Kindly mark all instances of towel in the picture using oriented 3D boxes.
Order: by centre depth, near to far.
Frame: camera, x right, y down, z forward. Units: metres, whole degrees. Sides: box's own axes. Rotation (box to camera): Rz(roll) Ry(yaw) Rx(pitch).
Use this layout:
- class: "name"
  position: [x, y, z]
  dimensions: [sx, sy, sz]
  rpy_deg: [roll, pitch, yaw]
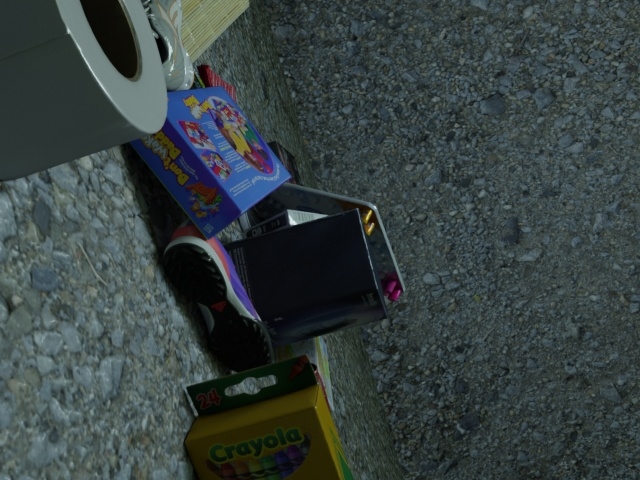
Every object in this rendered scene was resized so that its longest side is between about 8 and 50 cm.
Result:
- class: "towel"
  position: [-0.249, -0.347, 1.746]
  dimensions: [0.275, 0.031, 0.199]
  rpy_deg: [-7, 81, -82]

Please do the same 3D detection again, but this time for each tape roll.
- class: "tape roll"
  position: [-0.286, -0.200, 0.664]
  dimensions: [0.246, 0.169, 0.246]
  rpy_deg: [-16, 90, -82]

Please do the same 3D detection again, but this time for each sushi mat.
- class: "sushi mat"
  position: [-0.263, -0.511, 1.441]
  dimensions: [0.316, 0.019, 0.151]
  rpy_deg: [-59, 140, -36]

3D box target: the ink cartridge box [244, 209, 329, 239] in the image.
- class: "ink cartridge box"
  position: [-0.057, -0.010, 1.440]
  dimensions: [0.206, 0.208, 0.045]
  rpy_deg: [6, 70, -43]

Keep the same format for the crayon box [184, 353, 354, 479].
- class: "crayon box"
  position: [-0.065, 0.346, 0.966]
  dimensions: [0.081, 0.202, 0.319]
  rpy_deg: [-74, 146, -76]

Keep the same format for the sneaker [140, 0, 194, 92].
- class: "sneaker"
  position: [-0.310, -0.402, 1.208]
  dimensions: [0.121, 0.099, 0.262]
  rpy_deg: [-22, 94, -78]

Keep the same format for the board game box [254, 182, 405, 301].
- class: "board game box"
  position: [0.000, 0.000, 1.674]
  dimensions: [0.050, 0.390, 0.390]
  rpy_deg: [-61, 149, -24]

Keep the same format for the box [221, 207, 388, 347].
- class: "box"
  position: [-0.024, 0.093, 1.379]
  dimensions: [0.296, 0.294, 0.183]
  rpy_deg: [60, 15, -70]

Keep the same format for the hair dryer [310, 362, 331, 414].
- class: "hair dryer"
  position: [-0.039, 0.363, 1.152]
  dimensions: [0.223, 0.080, 0.294]
  rpy_deg: [50, 49, -67]

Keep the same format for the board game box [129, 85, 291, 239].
- class: "board game box"
  position: [-0.188, -0.155, 1.174]
  dimensions: [0.233, 0.078, 0.347]
  rpy_deg: [52, 18, -5]

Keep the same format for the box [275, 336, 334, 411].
- class: "box"
  position: [-0.041, 0.308, 1.562]
  dimensions: [0.203, 0.103, 0.114]
  rpy_deg: [-98, 169, -47]

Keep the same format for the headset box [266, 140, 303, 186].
- class: "headset box"
  position: [-0.125, -0.157, 1.919]
  dimensions: [0.293, 0.110, 0.218]
  rpy_deg: [13, 60, -81]

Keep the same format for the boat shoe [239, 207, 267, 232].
- class: "boat shoe"
  position: [-0.140, -0.013, 1.637]
  dimensions: [0.080, 0.076, 0.229]
  rpy_deg: [-91, 163, -63]

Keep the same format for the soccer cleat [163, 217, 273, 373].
- class: "soccer cleat"
  position: [-0.163, 0.101, 1.132]
  dimensions: [0.116, 0.108, 0.318]
  rpy_deg: [-88, 157, -56]

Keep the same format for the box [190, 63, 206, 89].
- class: "box"
  position: [-0.259, -0.260, 1.446]
  dimensions: [0.191, 0.045, 0.184]
  rpy_deg: [64, 10, -47]
